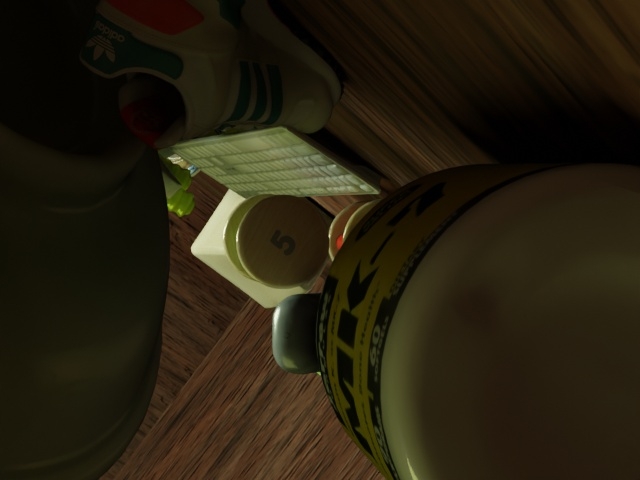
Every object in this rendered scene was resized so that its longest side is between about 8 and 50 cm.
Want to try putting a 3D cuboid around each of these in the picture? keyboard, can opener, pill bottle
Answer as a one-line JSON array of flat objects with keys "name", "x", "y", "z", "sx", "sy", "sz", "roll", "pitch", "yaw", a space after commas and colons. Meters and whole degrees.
[{"name": "keyboard", "x": -0.037, "y": -0.049, "z": 1.007, "sx": 0.072, "sy": 0.014, "sz": 0.256, "roll": 27, "pitch": 171, "yaw": -19}, {"name": "can opener", "x": 0.062, "y": 0.069, "z": 0.953, "sx": 0.074, "sy": 0.093, "sz": 0.280, "roll": 0, "pitch": 175, "yaw": 26}, {"name": "pill bottle", "x": 0.062, "y": 0.034, "z": 0.502, "sx": 0.119, "sy": 0.119, "sz": 0.208, "roll": 37, "pitch": 177, "yaw": -7}]

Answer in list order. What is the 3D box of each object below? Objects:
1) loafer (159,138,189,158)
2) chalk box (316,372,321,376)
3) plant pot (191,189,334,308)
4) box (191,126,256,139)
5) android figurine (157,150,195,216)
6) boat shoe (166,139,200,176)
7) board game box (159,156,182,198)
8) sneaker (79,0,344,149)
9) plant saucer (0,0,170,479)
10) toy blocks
[{"name": "loafer", "x": -0.212, "y": -0.158, "z": 1.310, "sx": 0.251, "sy": 0.094, "sz": 0.087, "roll": 26, "pitch": 149, "yaw": 21}, {"name": "chalk box", "x": 0.079, "y": 0.108, "z": 1.512, "sx": 0.213, "sy": 0.132, "sz": 0.132, "roll": 37, "pitch": 179, "yaw": 13}, {"name": "plant pot", "x": -0.040, "y": -0.002, "z": 1.515, "sx": 0.109, "sy": 0.109, "sz": 0.096, "roll": 38, "pitch": 165, "yaw": -24}, {"name": "box", "x": -0.110, "y": -0.112, "z": 1.080, "sx": 0.105, "sy": 0.043, "sz": 0.179, "roll": 35, "pitch": 175, "yaw": 22}, {"name": "android figurine", "x": -0.215, "y": -0.090, "z": 1.131, "sx": 0.273, "sy": 0.056, "sz": 0.248, "roll": 27, "pitch": -167, "yaw": -12}, {"name": "boat shoe", "x": -0.167, "y": -0.114, "z": 1.521, "sx": 0.066, "sy": 0.066, "sz": 0.183, "roll": 41, "pitch": 176, "yaw": -38}, {"name": "board game box", "x": -0.283, "y": -0.199, "z": 0.920, "sx": 0.390, "sy": 0.050, "sz": 0.390, "roll": 42, "pitch": -177, "yaw": -36}, {"name": "sneaker", "x": -0.046, "y": -0.067, "z": 0.619, "sx": 0.057, "sy": 0.075, "sz": 0.161, "roll": 36, "pitch": 177, "yaw": 23}, {"name": "plant saucer", "x": -0.169, "y": -0.090, "z": 0.599, "sx": 0.400, "sy": 0.100, "sz": 0.400, "roll": 47, "pitch": -157, "yaw": -27}, {"name": "toy blocks", "x": 0.000, "y": 0.000, "z": 0.937, "sx": 0.123, "sy": 0.054, "sz": 0.148, "roll": 1, "pitch": -179, "yaw": -10}]
